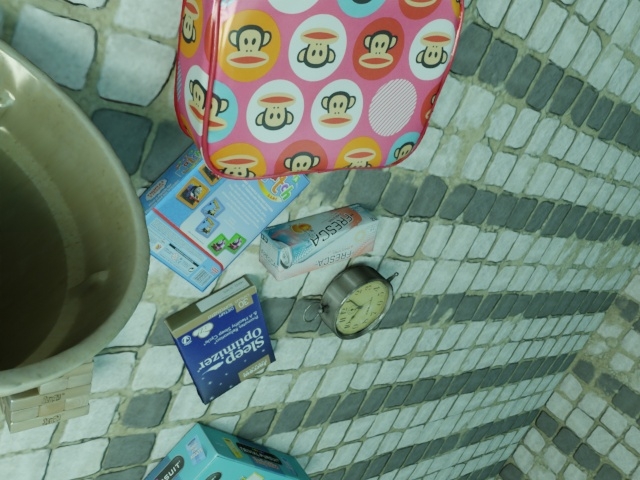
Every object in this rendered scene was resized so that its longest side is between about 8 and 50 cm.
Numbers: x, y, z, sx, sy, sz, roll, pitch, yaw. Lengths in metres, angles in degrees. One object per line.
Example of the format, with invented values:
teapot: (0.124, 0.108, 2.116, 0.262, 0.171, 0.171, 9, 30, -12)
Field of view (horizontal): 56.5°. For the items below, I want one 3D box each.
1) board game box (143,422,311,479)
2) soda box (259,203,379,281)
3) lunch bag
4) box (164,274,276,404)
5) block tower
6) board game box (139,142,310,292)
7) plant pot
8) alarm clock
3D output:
board game box: (-0.196, 0.488, 1.097, 0.254, 0.079, 0.336, -47, 140, -2)
soda box: (0.000, 0.000, 0.900, 0.183, 0.058, 0.062, -17, 131, -33)
lunch bag: (0.003, -0.201, 0.619, 0.293, 0.120, 0.258, -7, 129, -29)
box: (-0.144, 0.169, 0.925, 0.137, 0.036, 0.225, -30, 138, -21)
block tower: (-0.298, 0.050, 0.648, 0.097, 0.091, 0.335, -6, 124, -40)
board game box: (-0.128, -0.050, 0.760, 0.211, 0.039, 0.160, -45, 140, -3)
plant pot: (-0.350, 0.030, 0.413, 0.305, 0.333, 0.334, -40, 144, 23)
alarm clock: (0.045, 0.107, 1.021, 0.192, 0.064, 0.129, -9, 126, -40)
